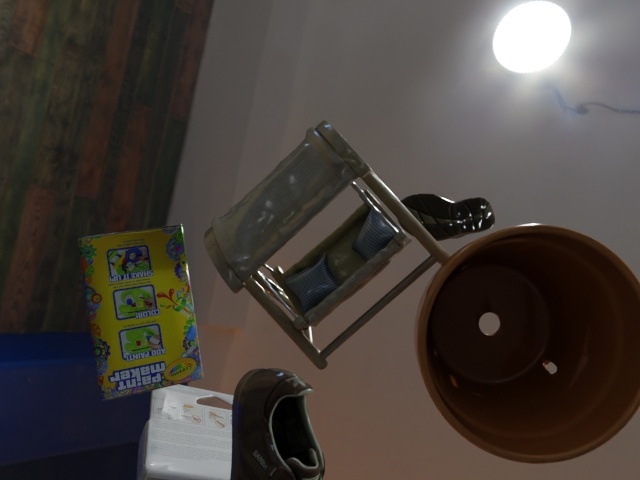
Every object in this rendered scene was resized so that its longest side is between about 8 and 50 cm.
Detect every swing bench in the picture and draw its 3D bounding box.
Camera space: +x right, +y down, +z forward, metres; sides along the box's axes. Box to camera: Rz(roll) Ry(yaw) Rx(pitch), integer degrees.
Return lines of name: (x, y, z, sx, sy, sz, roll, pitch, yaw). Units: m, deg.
swing bench: (0.000, 0.000, 0.799, 0.253, 0.255, 0.165, -43, -164, 8)

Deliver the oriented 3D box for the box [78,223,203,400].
box: (-0.351, 0.123, 1.047, 0.290, 0.177, 0.279, 174, -93, -69)

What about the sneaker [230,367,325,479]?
sneaker: (-0.032, 0.199, 0.427, 0.071, 0.066, 0.188, -11, -96, 46)

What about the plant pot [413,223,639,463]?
plant pot: (0.265, 0.126, 0.748, 0.291, 0.203, 0.290, 0, -91, 1)

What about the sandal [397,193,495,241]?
sandal: (0.231, -0.043, 1.011, 0.060, 0.219, 0.090, -23, -104, 61)

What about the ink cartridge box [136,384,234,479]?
ink cartridge box: (-0.228, 0.428, 1.138, 0.066, 0.296, 0.261, -65, -158, 16)
